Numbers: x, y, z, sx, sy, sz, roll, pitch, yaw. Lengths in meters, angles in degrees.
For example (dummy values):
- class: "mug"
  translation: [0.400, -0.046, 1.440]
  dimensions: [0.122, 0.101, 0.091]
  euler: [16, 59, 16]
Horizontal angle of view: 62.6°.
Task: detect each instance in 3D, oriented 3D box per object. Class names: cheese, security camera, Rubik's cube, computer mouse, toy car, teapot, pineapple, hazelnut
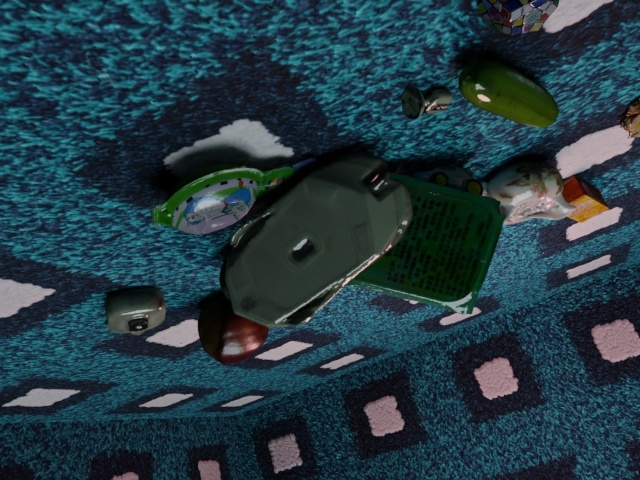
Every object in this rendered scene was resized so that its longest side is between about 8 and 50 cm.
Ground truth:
- class: "cheese"
  translation: [-0.153, -0.089, 0.973]
  dimensions: [0.320, 0.083, 0.204]
  euler: [-19, 162, -24]
- class: "security camera"
  translation: [-0.493, 0.213, 1.412]
  dimensions: [0.157, 0.080, 0.301]
  euler: [-8, 157, -22]
- class: "Rubik's cube"
  translation: [0.268, -0.335, 0.714]
  dimensions: [0.111, 0.111, 0.093]
  euler: [-28, -178, 23]
- class: "computer mouse"
  translation: [-0.013, 0.005, 1.067]
  dimensions: [0.429, 0.228, 0.145]
  euler: [-40, 176, 11]
- class: "toy car"
  translation: [0.278, -0.137, 1.184]
  dimensions: [0.161, 0.098, 0.126]
  euler: [18, 164, -12]
- class: "teapot"
  translation: [0.493, -0.103, 1.309]
  dimensions: [0.298, 0.139, 0.204]
  euler: [-10, 157, -17]
- class: "security camera"
  translation: [0.192, -0.242, 0.924]
  dimensions: [0.092, 0.058, 0.058]
  euler: [-13, 157, -30]
- class: "pineapple"
  translation: [0.787, -0.304, 1.186]
  dimensions: [0.221, 0.047, 0.221]
  euler: [-14, 155, -7]
- class: "hazelnut"
  translation: [-0.246, 0.250, 1.523]
  dimensions: [0.208, 0.208, 0.208]
  euler: [-14, 156, -7]

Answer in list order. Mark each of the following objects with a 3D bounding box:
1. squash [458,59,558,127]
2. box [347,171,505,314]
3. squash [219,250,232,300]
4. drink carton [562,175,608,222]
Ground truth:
- class: "squash"
  translation: [0.335, -0.259, 0.937]
  dimensions: [0.292, 0.082, 0.082]
  euler: [4, 149, -42]
- class: "box"
  translation: [0.206, -0.005, 1.162]
  dimensions: [0.336, 0.264, 0.106]
  euler: [15, -166, 0]
- class: "squash"
  translation: [-0.137, 0.093, 1.265]
  dimensions: [0.218, 0.173, 0.218]
  euler: [-10, 168, -2]
- class: "drink carton"
  translation: [0.749, -0.117, 1.534]
  dimensions: [0.222, 0.071, 0.096]
  euler: [10, 145, -44]
